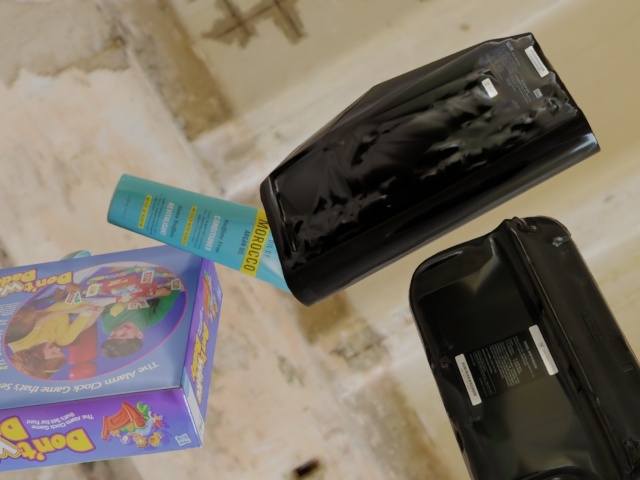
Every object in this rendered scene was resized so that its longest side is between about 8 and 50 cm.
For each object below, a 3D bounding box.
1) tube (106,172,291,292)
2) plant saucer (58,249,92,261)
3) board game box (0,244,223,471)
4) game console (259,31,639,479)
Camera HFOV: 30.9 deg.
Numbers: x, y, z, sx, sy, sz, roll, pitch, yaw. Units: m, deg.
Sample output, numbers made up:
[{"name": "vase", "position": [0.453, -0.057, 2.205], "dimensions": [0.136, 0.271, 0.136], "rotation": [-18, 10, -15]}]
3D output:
[{"name": "tube", "position": [-0.106, -0.012, 1.154], "dimensions": [0.207, 0.080, 0.052], "rotation": [17, 17, -2]}, {"name": "plant saucer", "position": [-0.382, 0.062, 1.723], "dimensions": [0.021, 0.119, 0.119], "rotation": [28, -8, 9]}, {"name": "board game box", "position": [-0.283, 0.118, 1.153], "dimensions": [0.233, 0.347, 0.078], "rotation": [-88, 168, -55]}, {"name": "game console", "position": [0.085, 0.020, 0.688], "dimensions": [0.044, 0.213, 0.361], "rotation": [51, 16, -43]}]
